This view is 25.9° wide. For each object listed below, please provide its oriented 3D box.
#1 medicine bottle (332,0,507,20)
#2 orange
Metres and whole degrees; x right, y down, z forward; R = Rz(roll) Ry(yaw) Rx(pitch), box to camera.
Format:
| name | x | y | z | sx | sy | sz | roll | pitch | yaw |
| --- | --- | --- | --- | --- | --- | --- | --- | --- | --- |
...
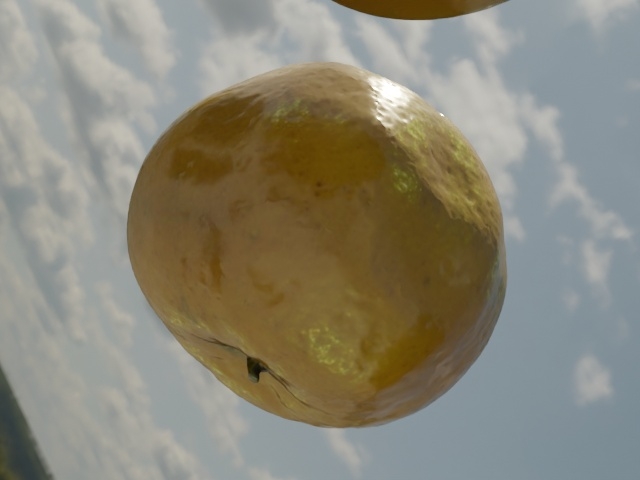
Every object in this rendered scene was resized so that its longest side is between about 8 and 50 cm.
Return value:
| name | x | y | z | sx | sy | sz | roll | pitch | yaw |
| --- | --- | --- | --- | --- | --- | --- | --- | --- | --- |
| medicine bottle | 0.041 | -0.272 | 0.732 | 0.238 | 0.238 | 0.232 | 57 | 4 | 28 |
| orange | 0.000 | 0.000 | 0.993 | 0.279 | 0.235 | 0.279 | 27 | -25 | 13 |
